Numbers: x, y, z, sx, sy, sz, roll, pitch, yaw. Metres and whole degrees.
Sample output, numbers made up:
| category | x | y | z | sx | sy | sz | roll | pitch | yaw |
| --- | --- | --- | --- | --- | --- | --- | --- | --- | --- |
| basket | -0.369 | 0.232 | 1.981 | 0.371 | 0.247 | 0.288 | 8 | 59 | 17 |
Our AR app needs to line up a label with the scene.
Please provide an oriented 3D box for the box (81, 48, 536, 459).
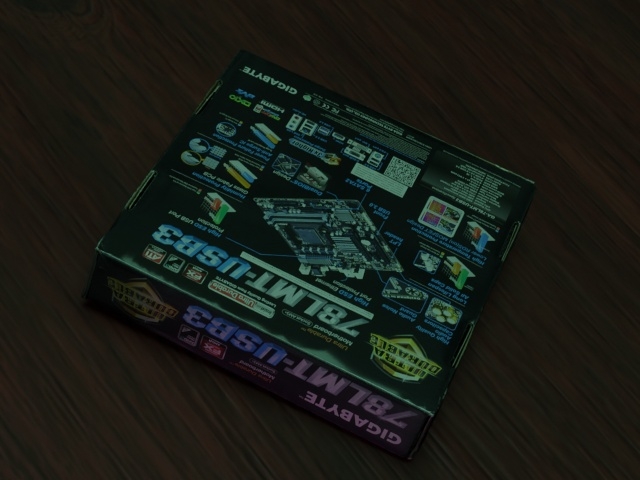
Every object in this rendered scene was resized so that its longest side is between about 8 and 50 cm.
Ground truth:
| category | x | y | z | sx | sy | sz | roll | pitch | yaw |
| --- | --- | --- | --- | --- | --- | --- | --- | --- | --- |
| box | 0.000 | 0.000 | 1.412 | 0.295 | 0.073 | 0.293 | 25 | 46 | 4 |
